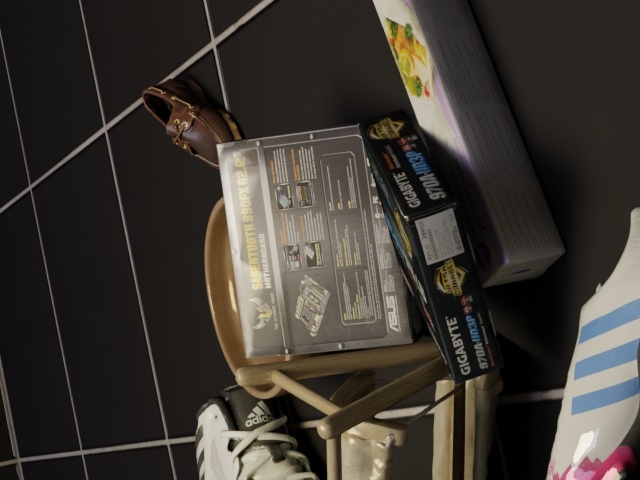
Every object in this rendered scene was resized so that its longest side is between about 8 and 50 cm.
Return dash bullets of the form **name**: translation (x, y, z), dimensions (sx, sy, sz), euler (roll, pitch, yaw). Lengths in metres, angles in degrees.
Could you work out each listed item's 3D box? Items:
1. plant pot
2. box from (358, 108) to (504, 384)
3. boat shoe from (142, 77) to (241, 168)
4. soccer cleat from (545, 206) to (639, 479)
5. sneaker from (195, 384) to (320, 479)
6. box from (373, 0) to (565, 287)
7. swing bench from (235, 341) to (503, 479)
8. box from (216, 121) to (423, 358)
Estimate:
- **plant pot**: translation (-0.039, 0.056, 1.796), dimensions (0.237, 0.110, 0.237), euler (171, 90, -66)
- **box**: translation (0.098, 0.000, 1.432), dimensions (0.220, 0.051, 0.175), euler (-111, 3, -62)
- **boat shoe**: translation (-0.167, -0.147, 2.040), dimensions (0.207, 0.073, 0.073), euler (44, 136, 50)
- **soccer cleat**: translation (0.247, 0.119, 1.241), dimensions (0.143, 0.116, 0.331), euler (-106, 25, -49)
- **sneaker**: translation (-0.066, 0.297, 1.870), dimensions (0.447, 0.169, 0.257), euler (161, 96, -67)
- **box**: translation (0.129, -0.117, 1.433), dimensions (0.324, 0.067, 0.063), euler (70, 154, 18)
- **swing bench**: translation (0.068, 0.228, 1.477), dimensions (0.165, 0.255, 0.253), euler (25, 122, 52)
- **box**: translation (0.000, 0.000, 1.623), dimensions (0.056, 0.183, 0.231), euler (-21, -77, -73)
